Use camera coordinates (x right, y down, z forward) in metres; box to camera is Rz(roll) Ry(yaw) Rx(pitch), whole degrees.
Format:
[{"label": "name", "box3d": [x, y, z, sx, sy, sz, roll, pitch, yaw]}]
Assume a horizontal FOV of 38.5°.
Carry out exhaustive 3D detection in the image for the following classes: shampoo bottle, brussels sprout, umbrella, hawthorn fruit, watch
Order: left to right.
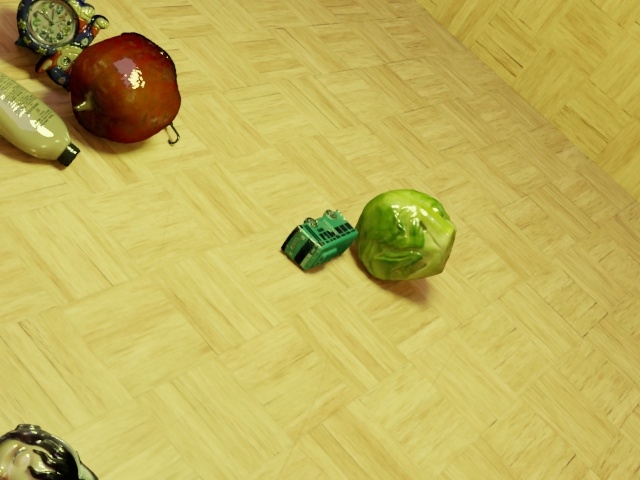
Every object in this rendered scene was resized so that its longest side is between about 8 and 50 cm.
[{"label": "shampoo bottle", "box3d": [-0.556, -0.231, 1.690, 0.257, 0.078, 0.127, 39, 31, -12]}, {"label": "watch", "box3d": [-0.553, -0.450, 1.904, 0.171, 0.196, 0.200, 29, 11, -27]}, {"label": "hawthorn fruit", "box3d": [-0.395, -0.293, 1.816, 0.215, 0.215, 0.250, 40, 32, 7]}, {"label": "umbrella", "box3d": [-0.356, -0.309, 2.017, 0.269, 0.044, 0.044, 60, 10, 31]}, {"label": "brussels sprout", "box3d": [0.181, -0.012, 1.983, 0.223, 0.223, 0.161, 36, 17, 0]}]

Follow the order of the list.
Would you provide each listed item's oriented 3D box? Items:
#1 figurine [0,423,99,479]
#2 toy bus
[{"label": "figurine", "box3d": [-0.382, 0.311, 1.166, 0.222, 0.145, 0.145, 25, 33, 2]}, {"label": "toy bus", "box3d": [0.000, 0.000, 1.917, 0.092, 0.079, 0.160, 47, 33, 15]}]
